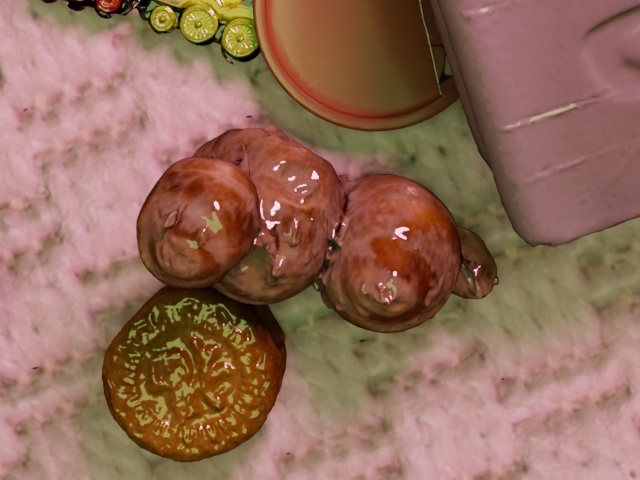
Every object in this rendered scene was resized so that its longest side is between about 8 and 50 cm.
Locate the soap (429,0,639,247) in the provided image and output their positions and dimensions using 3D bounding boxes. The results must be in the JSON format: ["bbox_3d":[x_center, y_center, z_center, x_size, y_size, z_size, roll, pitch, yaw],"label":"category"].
[{"bbox_3d":[0.269,-0.252,1.664,0.350,0.213,0.435,-17,124,1],"label":"soap"}]

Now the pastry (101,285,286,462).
[{"bbox_3d":[-0.126,0.130,1.869,0.188,0.103,0.189,0,100,1],"label":"pastry"}]

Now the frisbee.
[{"bbox_3d":[0.055,-0.234,1.819,0.250,0.021,0.251,-1,98,-10],"label":"frisbee"}]

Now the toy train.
[{"bbox_3d":[-0.170,-0.247,1.835,0.249,0.053,0.085,18,92,-1],"label":"toy train"}]

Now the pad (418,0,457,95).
[{"bbox_3d":[0.215,-0.247,1.825,0.235,0.003,0.158,-14,99,-4],"label":"pad"}]

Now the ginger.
[{"bbox_3d":[0.000,0.000,1.791,0.375,0.256,0.176,15,105,-14],"label":"ginger"}]
